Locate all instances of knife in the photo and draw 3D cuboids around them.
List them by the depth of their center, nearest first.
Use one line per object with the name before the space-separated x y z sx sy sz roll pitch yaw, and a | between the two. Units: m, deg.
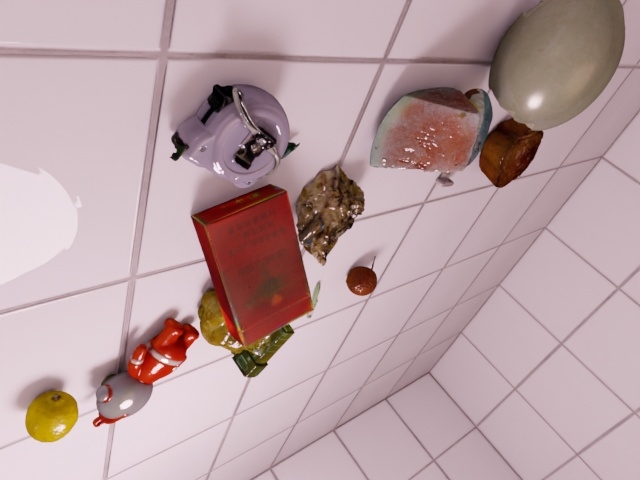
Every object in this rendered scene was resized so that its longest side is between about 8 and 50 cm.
knife | -0.020 0.204 1.707 0.030 0.014 0.207 -22 148 -31

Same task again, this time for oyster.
oyster | 0.025 -0.068 1.286 0.214 0.083 0.223 -46 134 -8

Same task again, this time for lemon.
lemon | -0.607 0.396 1.153 0.109 0.109 0.133 -4 126 -48

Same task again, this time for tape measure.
tape measure | -0.141 -0.185 0.903 0.196 0.105 0.178 19 113 -49

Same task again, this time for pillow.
pillow | 0.378 -0.283 1.330 0.233 0.086 0.214 -161 -99 -83

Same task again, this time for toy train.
toy train | -0.172 0.285 1.502 0.225 0.137 0.090 -48 151 15

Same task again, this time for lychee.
lychee | 0.147 0.133 1.719 0.140 0.101 0.114 -6 141 -53

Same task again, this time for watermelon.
watermelon | 0.264 -0.244 1.235 0.261 0.201 0.213 -16 134 -33

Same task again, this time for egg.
egg | 0.584 -0.453 1.253 0.278 0.278 0.336 -7 142 -46

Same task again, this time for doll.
doll | -0.452 0.340 1.284 0.336 0.105 0.200 -49 154 -1

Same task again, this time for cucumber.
cucumber | -0.105 -0.177 1.044 0.155 0.037 0.037 -20 145 -33

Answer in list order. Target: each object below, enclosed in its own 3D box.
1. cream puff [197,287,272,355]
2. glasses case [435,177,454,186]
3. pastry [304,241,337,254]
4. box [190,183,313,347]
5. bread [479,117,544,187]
cream puff | -0.176 0.194 1.324 0.281 0.185 0.282 -28 147 -20
glasses case | 0.405 -0.190 1.659 0.083 0.032 0.021 -8 139 -45
pastry | 0.000 0.000 1.405 0.097 0.057 0.109 -42 155 -10
box | -0.142 0.056 1.135 0.197 0.089 0.314 -26 119 -27
bread | 0.634 -0.291 1.690 0.232 0.135 0.247 -38 151 -7
